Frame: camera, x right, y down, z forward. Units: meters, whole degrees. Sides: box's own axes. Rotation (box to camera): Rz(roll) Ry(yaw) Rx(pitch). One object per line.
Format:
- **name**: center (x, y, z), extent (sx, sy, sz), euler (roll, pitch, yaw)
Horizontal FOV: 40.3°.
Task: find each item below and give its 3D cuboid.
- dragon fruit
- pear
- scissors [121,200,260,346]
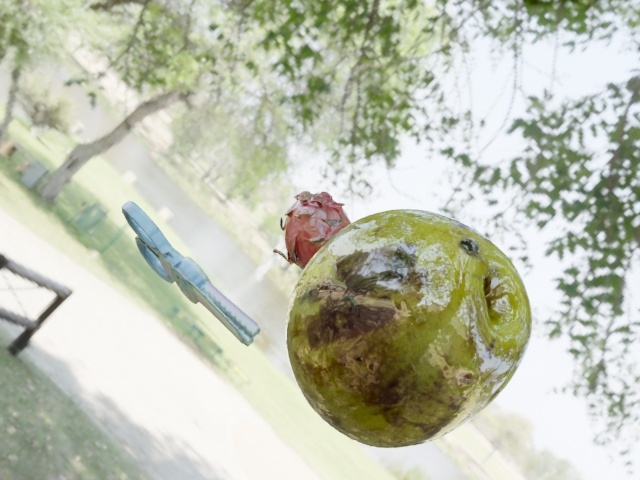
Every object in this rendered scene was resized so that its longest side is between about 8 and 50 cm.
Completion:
- **dragon fruit**: center (0.000, 0.000, 1.456), extent (0.133, 0.136, 0.166), euler (18, 50, -47)
- **pear**: center (0.097, 0.099, 1.001), extent (0.283, 0.283, 0.283), euler (45, -2, 2)
- **scissors**: center (-0.158, 0.045, 1.052), extent (0.256, 0.030, 0.125), euler (36, -25, 35)
